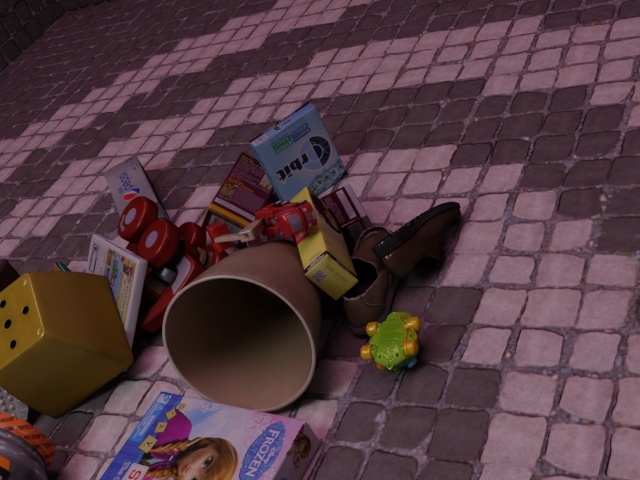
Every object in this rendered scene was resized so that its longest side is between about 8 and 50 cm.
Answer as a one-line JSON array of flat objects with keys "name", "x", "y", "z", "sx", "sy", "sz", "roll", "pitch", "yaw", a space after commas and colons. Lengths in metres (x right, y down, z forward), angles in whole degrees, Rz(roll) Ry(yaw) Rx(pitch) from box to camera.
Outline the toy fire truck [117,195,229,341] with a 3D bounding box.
[{"name": "toy fire truck", "x": -0.344, "y": 0.074, "z": 1.716, "sx": 0.254, "sy": 0.169, "sz": 0.302, "roll": -56, "pitch": 38, "yaw": 5}]

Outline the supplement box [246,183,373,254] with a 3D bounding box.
[{"name": "supplement box", "x": -0.020, "y": -0.004, "z": 1.646, "sx": 0.239, "sy": 0.073, "sz": 0.130, "roll": -26, "pitch": 35, "yaw": 1}]

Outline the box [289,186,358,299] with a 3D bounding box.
[{"name": "box", "x": 0.000, "y": 0.000, "z": 1.478, "sx": 0.058, "sy": 0.087, "sz": 0.232, "roll": -40, "pitch": 32, "yaw": 16}]

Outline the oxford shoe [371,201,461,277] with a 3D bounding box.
[{"name": "oxford shoe", "x": 0.189, "y": 0.002, "z": 1.505, "sx": 0.227, "sy": 0.096, "sz": 0.083, "roll": -34, "pitch": -2, "yaw": -37}]

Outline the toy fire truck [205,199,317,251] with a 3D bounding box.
[{"name": "toy fire truck", "x": -0.106, "y": -0.025, "z": 1.452, "sx": 0.135, "sy": 0.047, "sz": 0.192, "roll": -27, "pitch": 15, "yaw": -27}]

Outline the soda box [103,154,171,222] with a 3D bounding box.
[{"name": "soda box", "x": -0.448, "y": -0.101, "z": 2.035, "sx": 0.098, "sy": 0.091, "sz": 0.286, "roll": -31, "pitch": 35, "yaw": -6}]

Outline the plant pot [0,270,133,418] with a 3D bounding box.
[{"name": "plant pot", "x": -0.513, "y": 0.177, "z": 1.551, "sx": 0.212, "sy": 0.187, "sz": 0.212, "roll": -36, "pitch": 58, "yaw": 14}]

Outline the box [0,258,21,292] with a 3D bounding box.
[{"name": "box", "x": -0.698, "y": 0.179, "z": 1.751, "sx": 0.167, "sy": 0.203, "sz": 0.168, "roll": -13, "pitch": 37, "yaw": 19}]

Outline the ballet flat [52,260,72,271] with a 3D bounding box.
[{"name": "ballet flat", "x": -0.571, "y": 0.104, "z": 1.882, "sx": 0.067, "sy": 0.073, "sz": 0.206, "roll": -53, "pitch": 37, "yaw": -10}]

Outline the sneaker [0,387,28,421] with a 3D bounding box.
[{"name": "sneaker", "x": -0.628, "y": 0.263, "z": 1.599, "sx": 0.090, "sy": 0.235, "sz": 0.095, "roll": -23, "pitch": 10, "yaw": -20}]

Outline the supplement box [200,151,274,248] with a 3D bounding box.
[{"name": "supplement box", "x": -0.170, "y": -0.089, "z": 1.807, "sx": 0.104, "sy": 0.081, "sz": 0.188, "roll": 27, "pitch": 49, "yaw": -3}]

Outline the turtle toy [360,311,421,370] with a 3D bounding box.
[{"name": "turtle toy", "x": 0.124, "y": 0.161, "z": 1.347, "sx": 0.095, "sy": 0.066, "sz": 0.130, "roll": -9, "pitch": 39, "yaw": 25}]

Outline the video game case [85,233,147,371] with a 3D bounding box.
[{"name": "video game case", "x": -0.422, "y": 0.121, "z": 1.668, "sx": 0.206, "sy": 0.026, "sz": 0.227, "roll": 22, "pitch": 103, "yaw": 47}]

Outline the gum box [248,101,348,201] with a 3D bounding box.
[{"name": "gum box", "x": -0.045, "y": -0.175, "z": 1.779, "sx": 0.157, "sy": 0.184, "sz": 0.041, "roll": -35, "pitch": 35, "yaw": -11}]

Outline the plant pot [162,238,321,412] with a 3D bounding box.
[{"name": "plant pot", "x": -0.099, "y": 0.111, "z": 1.437, "sx": 0.256, "sy": 0.257, "sz": 0.274, "roll": -12, "pitch": 22, "yaw": 21}]

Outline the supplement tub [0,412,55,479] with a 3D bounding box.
[{"name": "supplement tub", "x": -0.571, "y": 0.447, "z": 1.338, "sx": 0.193, "sy": 0.194, "sz": 0.316, "roll": -7, "pitch": 40, "yaw": 26}]

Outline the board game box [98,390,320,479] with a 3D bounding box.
[{"name": "board game box", "x": -0.207, "y": 0.394, "z": 1.273, "sx": 0.318, "sy": 0.066, "sz": 0.319, "roll": 2, "pitch": 45, "yaw": 35}]

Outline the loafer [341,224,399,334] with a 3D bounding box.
[{"name": "loafer", "x": 0.091, "y": 0.052, "z": 1.487, "sx": 0.094, "sy": 0.087, "sz": 0.251, "roll": -12, "pitch": 38, "yaw": 21}]
